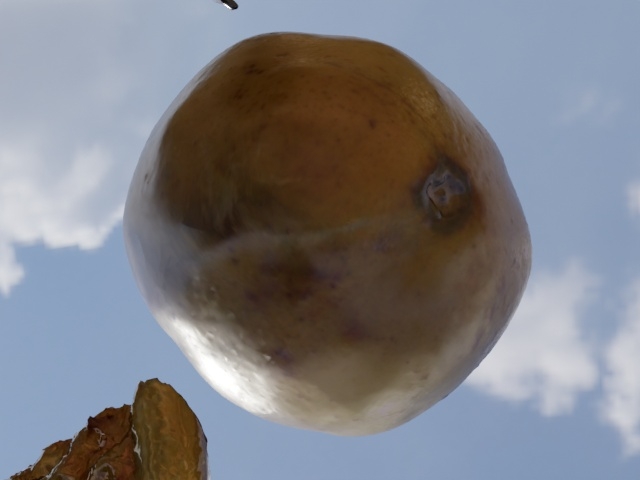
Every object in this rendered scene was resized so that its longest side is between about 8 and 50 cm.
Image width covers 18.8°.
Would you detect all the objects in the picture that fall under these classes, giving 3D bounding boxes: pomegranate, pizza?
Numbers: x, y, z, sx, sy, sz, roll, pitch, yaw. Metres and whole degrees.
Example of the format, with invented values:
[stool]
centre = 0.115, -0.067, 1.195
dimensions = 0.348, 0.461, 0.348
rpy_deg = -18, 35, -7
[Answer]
[pomegranate]
centre = 0.007, -0.009, 1.348
dimensions = 0.307, 0.307, 0.307
rpy_deg = -5, -157, 2
[pizza]
centre = -0.180, 0.220, 1.102
dimensions = 0.226, 0.336, 0.086
rpy_deg = 26, 179, 36

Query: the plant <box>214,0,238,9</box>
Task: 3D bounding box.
[plant]
centre = -0.124, -0.299, 1.329
dimensions = 0.234, 0.178, 0.204
rpy_deg = 20, -108, 28
